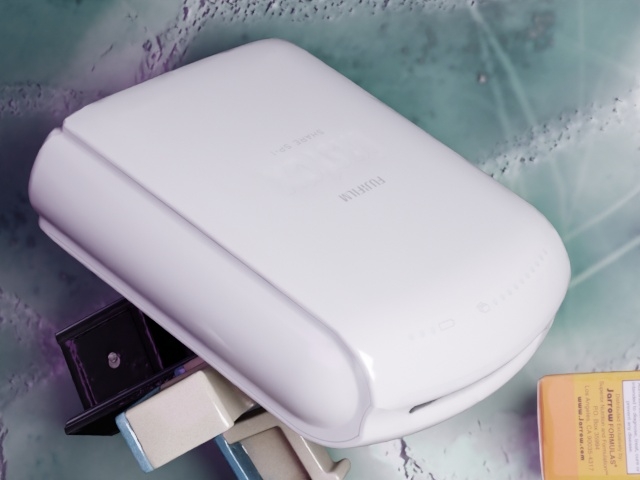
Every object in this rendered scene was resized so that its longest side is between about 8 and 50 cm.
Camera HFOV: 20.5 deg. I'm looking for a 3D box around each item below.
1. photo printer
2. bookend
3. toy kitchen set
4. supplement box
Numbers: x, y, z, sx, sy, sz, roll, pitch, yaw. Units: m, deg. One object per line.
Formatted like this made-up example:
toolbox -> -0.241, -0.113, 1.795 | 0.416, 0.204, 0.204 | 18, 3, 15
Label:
photo printer -> 0.000, 0.000, 1.173 | 0.307, 0.256, 0.107 | 37, 128, 22
bookend -> -0.134, 0.042, 1.316 | 0.156, 0.072, 0.157 | -27, 74, 18
toy kitchen set -> -0.056, 0.184, 1.186 | 0.122, 0.166, 0.207 | -31, 92, 17
supplement box -> 0.262, 0.120, 1.141 | 0.233, 0.078, 0.080 | -6, 81, 22
